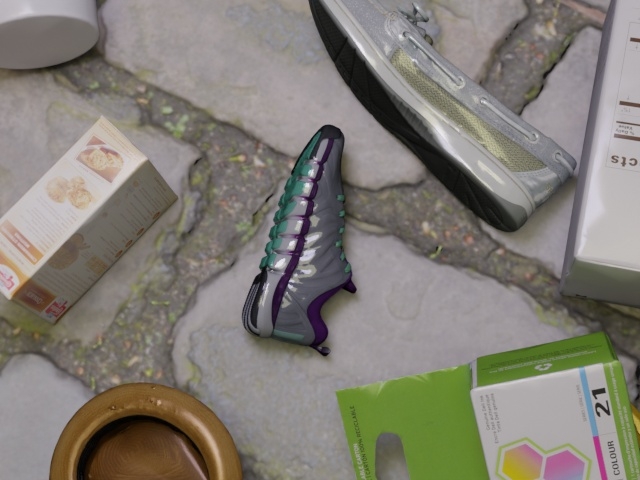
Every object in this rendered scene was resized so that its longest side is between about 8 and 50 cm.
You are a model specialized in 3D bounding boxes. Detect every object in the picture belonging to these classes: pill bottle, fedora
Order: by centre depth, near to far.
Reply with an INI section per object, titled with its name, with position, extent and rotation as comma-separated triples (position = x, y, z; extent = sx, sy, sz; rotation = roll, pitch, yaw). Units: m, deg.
[fedora]
position = -0.162, 0.232, 1.285
extent = 0.194, 0.079, 0.194
rotation = -3, 75, 10
[pill bottle]
position = -0.317, -0.333, 1.386
extent = 0.160, 0.160, 0.283
rotation = -13, 77, 2

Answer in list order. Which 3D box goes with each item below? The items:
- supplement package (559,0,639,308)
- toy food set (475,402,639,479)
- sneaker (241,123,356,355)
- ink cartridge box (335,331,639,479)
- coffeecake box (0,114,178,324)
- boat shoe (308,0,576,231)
[supplement package]
position = 0.339, -0.088, 1.259
extent = 0.175, 0.177, 0.293
rotation = 11, 79, 7
[toy food set]
position = 0.208, 0.192, 1.263
extent = 0.217, 0.071, 0.128
rotation = 5, 78, 7
[sneaker]
position = 0.000, 0.000, 1.336
extent = 0.098, 0.083, 0.224
rotation = 21, 84, -11
[ink cartridge box]
position = 0.154, 0.206, 1.193
extent = 0.255, 0.097, 0.189
rotation = -13, 100, 7
[coffeecake box]
position = -0.240, -0.016, 1.315
extent = 0.068, 0.142, 0.185
rotation = 42, 84, 13
[boat shoe]
position = 0.113, -0.152, 1.332
extent = 0.103, 0.118, 0.320
rotation = -42, 81, -11
